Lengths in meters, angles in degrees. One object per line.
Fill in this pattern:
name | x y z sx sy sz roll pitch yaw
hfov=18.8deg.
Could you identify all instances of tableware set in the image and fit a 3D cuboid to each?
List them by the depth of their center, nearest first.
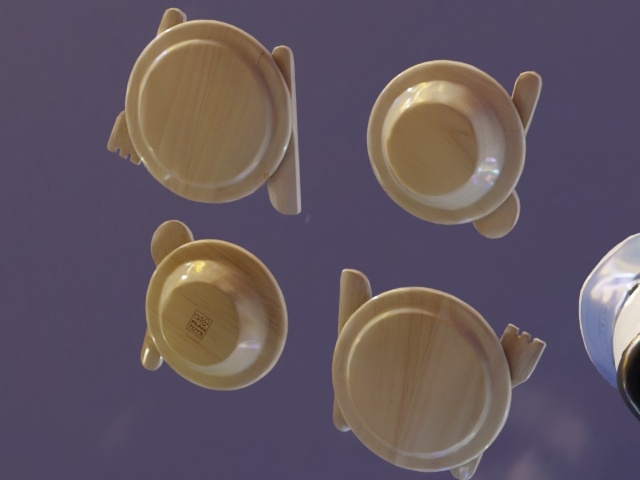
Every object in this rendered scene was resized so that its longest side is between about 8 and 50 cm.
tableware set | 0.000 0.000 0.662 0.168 0.020 0.141 14 -73 20

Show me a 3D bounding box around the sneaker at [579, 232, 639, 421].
sneaker | 0.282 0.084 0.953 0.315 0.182 0.127 7 -74 8
